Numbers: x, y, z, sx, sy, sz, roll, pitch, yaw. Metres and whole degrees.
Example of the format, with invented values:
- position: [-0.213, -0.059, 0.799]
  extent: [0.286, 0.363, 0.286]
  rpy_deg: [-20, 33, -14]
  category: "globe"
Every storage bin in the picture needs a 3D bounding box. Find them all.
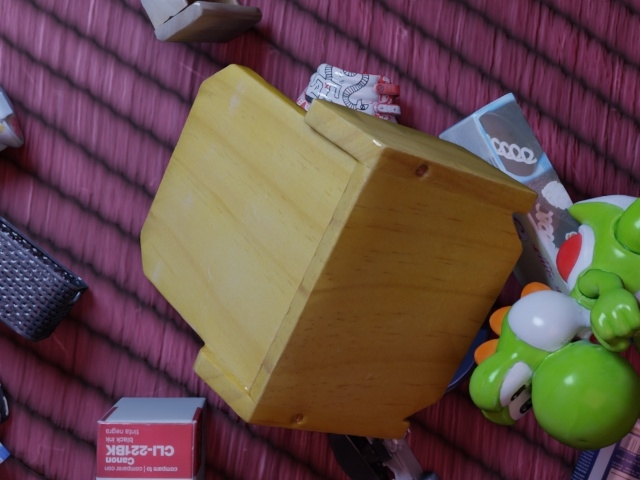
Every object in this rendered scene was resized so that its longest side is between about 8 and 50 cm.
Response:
- position: [-0.382, 0.034, 1.174]
  extent: [0.180, 0.122, 0.084]
  rpy_deg: [39, 85, -3]
  category: "storage bin"

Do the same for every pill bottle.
- position: [0.374, 0.306, 1.250]
  extent: [0.094, 0.094, 0.169]
  rpy_deg: [24, 87, -4]
  category: "pill bottle"

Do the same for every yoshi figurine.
- position: [0.325, 0.081, 1.017]
  extent: [0.362, 0.203, 0.203]
  rpy_deg: [-45, 99, -2]
  category: "yoshi figurine"

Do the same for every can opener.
- position: [0.121, 0.336, 1.249]
  extent: [0.093, 0.074, 0.280]
  rpy_deg: [-34, 90, 30]
  category: "can opener"

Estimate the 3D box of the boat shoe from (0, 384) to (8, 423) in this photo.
- position: [-0.421, 0.172, 1.211]
  extent: [0.046, 0.038, 0.125]
  rpy_deg: [-23, 87, 26]
  category: "boat shoe"

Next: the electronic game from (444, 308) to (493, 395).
- position: [0.109, 0.097, 1.254]
  extent: [0.229, 0.048, 0.229]
  rpy_deg: [0, 89, -5]
  category: "electronic game"

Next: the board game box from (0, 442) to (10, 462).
- position: [-0.441, 0.257, 1.198]
  extent: [0.090, 0.020, 0.090]
  rpy_deg: [-40, 93, 22]
  category: "board game box"

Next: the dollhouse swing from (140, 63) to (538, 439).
- position: [0.000, 0.000, 1.171]
  extent: [0.315, 0.305, 0.347]
  rpy_deg: [13, 111, -32]
  category: "dollhouse swing"

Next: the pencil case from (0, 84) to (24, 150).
- position: [-0.498, -0.115, 1.167]
  extent: [0.273, 0.124, 0.114]
  rpy_deg: [-24, 91, -6]
  category: "pencil case"

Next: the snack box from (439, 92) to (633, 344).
- position: [0.264, -0.015, 1.200]
  extent: [0.060, 0.187, 0.322]
  rpy_deg: [-29, 92, -5]
  category: "snack box"

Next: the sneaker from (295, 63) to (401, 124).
- position: [0.090, -0.122, 1.236]
  extent: [0.270, 0.090, 0.145]
  rpy_deg: [26, 89, -1]
  category: "sneaker"

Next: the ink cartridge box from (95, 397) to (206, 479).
- position: [-0.196, 0.333, 1.147]
  extent: [0.114, 0.197, 0.273]
  rpy_deg: [0, 88, -4]
  category: "ink cartridge box"

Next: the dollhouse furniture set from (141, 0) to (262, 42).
- position: [-0.055, -0.435, 1.108]
  extent: [0.394, 0.362, 0.257]
  rpy_deg: [-28, 90, 23]
  category: "dollhouse furniture set"
